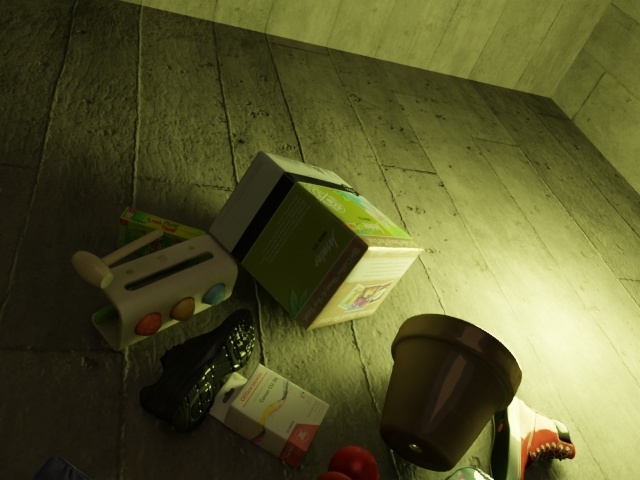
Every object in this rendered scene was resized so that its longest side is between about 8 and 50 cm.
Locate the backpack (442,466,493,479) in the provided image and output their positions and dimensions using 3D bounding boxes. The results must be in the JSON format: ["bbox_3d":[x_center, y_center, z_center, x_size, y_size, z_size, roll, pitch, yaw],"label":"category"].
[{"bbox_3d":[0.240,0.484,1.015,0.182,0.115,0.152,-19,51,-43],"label":"backpack"}]

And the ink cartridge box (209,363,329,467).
[{"bbox_3d":[-0.098,0.312,1.084,0.198,0.067,0.115,28,38,7],"label":"ink cartridge box"}]

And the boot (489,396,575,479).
[{"bbox_3d":[0.444,0.439,1.194,0.176,0.088,0.244,27,35,3],"label":"boot"}]

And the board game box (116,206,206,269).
[{"bbox_3d":[-0.355,-0.001,1.302,0.181,0.092,0.043,18,38,-6],"label":"board game box"}]

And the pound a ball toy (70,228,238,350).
[{"bbox_3d":[-0.307,0.086,1.132,0.135,0.208,0.319,42,41,23],"label":"pound a ball toy"}]

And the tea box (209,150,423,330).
[{"bbox_3d":[0.000,0.000,1.292,0.323,0.220,0.329,43,18,21],"label":"tea box"}]

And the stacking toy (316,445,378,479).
[{"bbox_3d":[0.000,0.449,0.931,0.141,0.141,0.330,33,35,12],"label":"stacking toy"}]

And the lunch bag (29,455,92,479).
[{"bbox_3d":[-0.388,0.374,0.873,0.098,0.065,0.067,32,55,10],"label":"lunch bag"}]

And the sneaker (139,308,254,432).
[{"bbox_3d":[-0.225,0.219,1.095,0.130,0.109,0.286,11,35,24],"label":"sneaker"}]

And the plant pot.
[{"bbox_3d":[0.231,0.310,1.136,0.263,0.263,0.229,29,56,8],"label":"plant pot"}]
